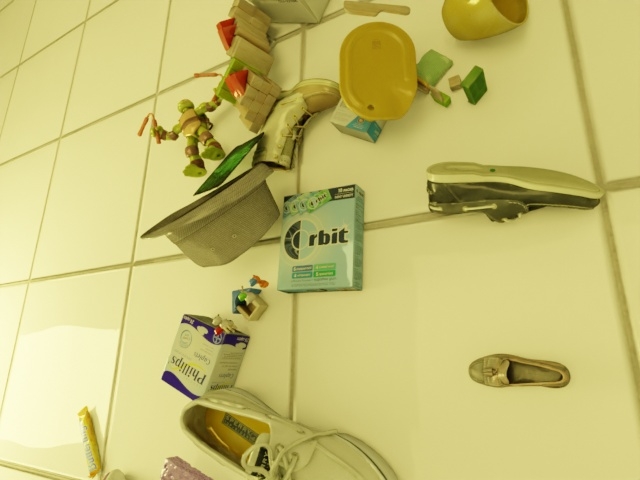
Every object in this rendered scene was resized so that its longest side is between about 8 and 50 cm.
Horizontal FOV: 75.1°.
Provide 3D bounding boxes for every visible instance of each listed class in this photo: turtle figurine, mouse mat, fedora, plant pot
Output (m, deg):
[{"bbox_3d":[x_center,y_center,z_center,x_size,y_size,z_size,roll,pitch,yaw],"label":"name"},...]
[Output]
[{"bbox_3d":[-0.313,-0.259,1.000,0.269,0.087,0.218,-27,67,12],"label":"turtle figurine"},{"bbox_3d":[-0.196,-0.156,0.870,0.189,0.007,0.153,0,50,57],"label":"mouse mat"},{"bbox_3d":[-0.186,-0.033,0.800,0.275,0.244,0.124,-29,106,8],"label":"fedora"},{"bbox_3d":[0.256,-0.385,0.679,0.095,0.134,0.135,-21,63,54],"label":"plant pot"}]

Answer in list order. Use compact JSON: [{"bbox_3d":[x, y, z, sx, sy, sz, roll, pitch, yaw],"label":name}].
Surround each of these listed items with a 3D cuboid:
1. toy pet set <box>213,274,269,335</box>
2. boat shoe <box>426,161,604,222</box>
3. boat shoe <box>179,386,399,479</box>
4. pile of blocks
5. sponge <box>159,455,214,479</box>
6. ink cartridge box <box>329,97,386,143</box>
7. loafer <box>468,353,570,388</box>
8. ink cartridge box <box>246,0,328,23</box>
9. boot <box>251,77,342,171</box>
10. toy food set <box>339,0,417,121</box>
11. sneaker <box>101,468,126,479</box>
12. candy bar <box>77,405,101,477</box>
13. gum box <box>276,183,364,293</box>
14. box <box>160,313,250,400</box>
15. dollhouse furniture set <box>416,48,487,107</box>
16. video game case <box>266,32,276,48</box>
[{"bbox_3d":[-0.148,0.106,0.772,0.065,0.114,0.122,39,97,24],"label":"toy pet set"},{"bbox_3d":[0.271,-0.066,0.605,0.232,0.084,0.079,8,118,26],"label":"boat shoe"},{"bbox_3d":[-0.065,0.323,0.615,0.366,0.156,0.136,20,85,26],"label":"boat shoe"},{"bbox_3d":[-0.183,-0.393,0.904,0.149,0.112,0.363,-38,48,36],"label":"pile of blocks"},{"bbox_3d":[-0.248,0.494,0.696,0.117,0.031,0.210,7,76,34],"label":"sponge"},{"bbox_3d":[0.087,-0.256,0.776,0.088,0.052,0.123,28,92,33],"label":"ink cartridge box"},{"bbox_3d":[0.257,0.172,0.548,0.125,0.039,0.045,-7,72,29],"label":"loafer"},{"bbox_3d":[-0.051,-0.647,0.943,0.196,0.114,0.273,22,86,33],"label":"ink cartridge box"},{"bbox_3d":[-0.050,-0.224,0.835,0.213,0.077,0.165,-1,74,38],"label":"boot"},{"bbox_3d":[0.096,-0.294,0.717,0.128,0.071,0.218,1,78,4],"label":"toy food set"},{"bbox_3d":[-0.388,0.596,0.780,0.114,0.152,0.305,-52,33,25],"label":"sneaker"},{"bbox_3d":[-0.530,0.461,0.954,0.040,0.018,0.162,-42,57,14],"label":"candy bar"},{"bbox_3d":[0.000,0.000,0.757,0.156,0.041,0.185,-6,71,30],"label":"gum box"},{"bbox_3d":[-0.223,0.227,0.806,0.126,0.072,0.137,14,83,34],"label":"box"},{"bbox_3d":[0.206,-0.284,0.708,0.076,0.058,0.152,-50,57,8],"label":"dollhouse furniture set"},{"bbox_3d":[-0.167,-0.481,1.025,0.087,0.011,0.122,-45,58,13],"label":"video game case"}]
